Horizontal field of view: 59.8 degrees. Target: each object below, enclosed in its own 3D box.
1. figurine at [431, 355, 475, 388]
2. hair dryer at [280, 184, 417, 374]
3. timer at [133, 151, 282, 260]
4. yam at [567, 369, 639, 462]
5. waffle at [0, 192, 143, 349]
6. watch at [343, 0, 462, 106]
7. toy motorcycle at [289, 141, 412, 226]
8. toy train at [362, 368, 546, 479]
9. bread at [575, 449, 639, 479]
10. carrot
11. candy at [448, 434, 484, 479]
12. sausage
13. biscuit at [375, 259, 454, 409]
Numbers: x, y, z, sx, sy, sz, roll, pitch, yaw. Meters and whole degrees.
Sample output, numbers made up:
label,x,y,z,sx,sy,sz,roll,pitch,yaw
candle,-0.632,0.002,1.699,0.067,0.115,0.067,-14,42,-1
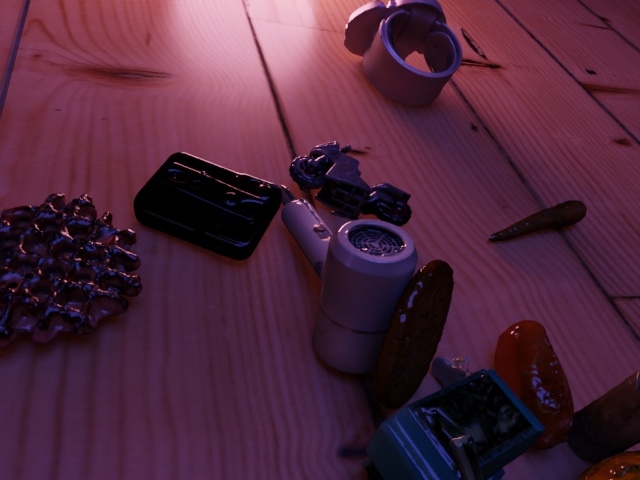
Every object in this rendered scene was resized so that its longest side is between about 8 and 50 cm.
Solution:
label,x,y,z,sx,sy,sz,roll,pitch,yaw
figurine,0.188,0.183,0.729,0.050,0.047,0.083,1,37,-41
hair dryer,0.000,0.000,0.775,0.107,0.173,0.357,-7,36,-25
timer,-0.163,-0.059,0.814,0.187,0.055,0.144,20,50,6
yam,0.365,0.215,0.672,0.068,0.169,0.068,6,52,-8
waffle,-0.333,0.031,0.674,0.221,0.055,0.234,-25,54,-36
watch,0.181,-0.422,1.277,0.244,0.196,0.231,5,66,-15
toy motorcycle,0.054,-0.095,0.937,0.215,0.080,0.122,24,45,-4
toy train,0.135,0.220,0.584,0.198,0.154,0.107,-14,50,-31
bread,0.355,0.327,0.581,0.236,0.120,0.198,-14,51,-33
carrot,0.403,-0.032,1.030,0.254,0.049,0.049,-15,53,-27
candy,0.147,0.254,0.502,0.073,0.262,0.077,-28,35,-7
sausage,0.275,0.179,0.728,0.089,0.089,0.179,13,43,-8
biscuit,0.114,0.111,0.668,0.027,0.188,0.188,18,38,27
